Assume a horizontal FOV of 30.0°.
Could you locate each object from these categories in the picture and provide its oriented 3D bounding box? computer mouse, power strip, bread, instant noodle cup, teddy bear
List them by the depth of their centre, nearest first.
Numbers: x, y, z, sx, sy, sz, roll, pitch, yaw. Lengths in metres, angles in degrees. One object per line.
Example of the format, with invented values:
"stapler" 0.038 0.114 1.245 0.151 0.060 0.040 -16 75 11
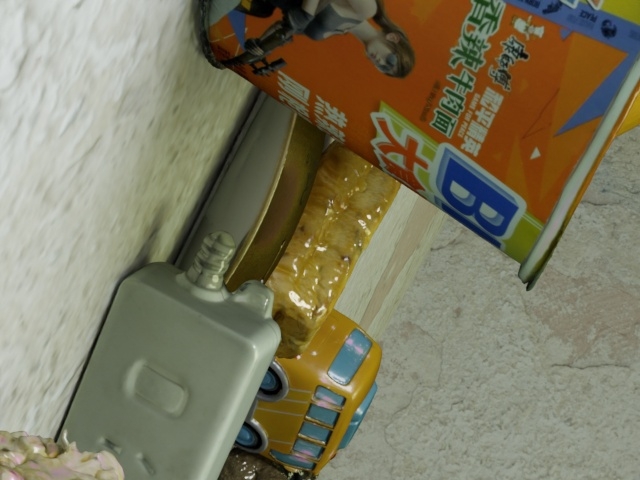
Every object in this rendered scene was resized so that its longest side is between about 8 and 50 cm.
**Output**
"instant noodle cup" 0.082 -0.148 0.630 0.296 0.214 0.296 -61 172 -15
"power strip" -0.118 0.147 0.747 0.338 0.098 0.058 -66 169 17
"computer mouse" -0.051 -0.009 0.827 0.245 0.056 0.126 -62 172 2
"bread" 0.000 0.000 1.067 0.211 0.083 0.114 -58 176 -31
"teddy bear" -0.080 0.308 1.434 0.181 0.129 0.251 -26 -177 -6

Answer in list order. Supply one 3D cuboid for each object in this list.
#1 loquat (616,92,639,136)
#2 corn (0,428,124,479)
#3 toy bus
"loquat" 0.174 -0.196 0.867 0.263 0.263 0.263 -61 172 -15
"corn" -0.183 0.245 0.610 0.126 0.126 0.335 -43 154 -68
"toy bus" -0.013 0.174 1.366 0.126 0.136 0.209 -54 170 -46
